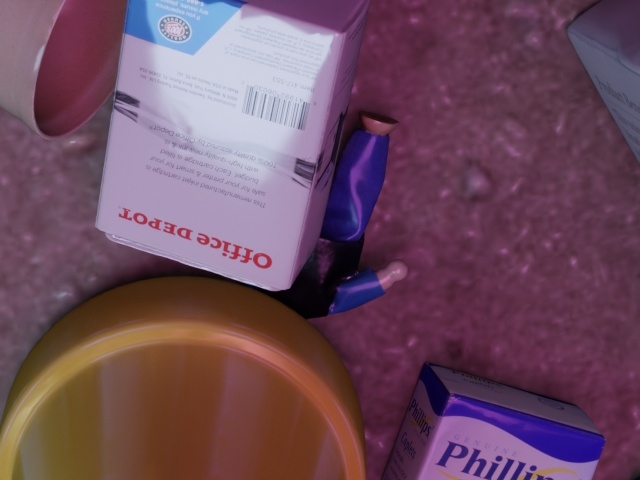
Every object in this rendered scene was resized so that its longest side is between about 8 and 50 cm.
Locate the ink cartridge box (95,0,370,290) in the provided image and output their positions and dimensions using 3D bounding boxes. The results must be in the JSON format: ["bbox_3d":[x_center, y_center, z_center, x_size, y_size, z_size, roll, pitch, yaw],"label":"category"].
[{"bbox_3d":[-0.058,-0.081,1.267,0.139,0.082,0.191,17,122,8],"label":"ink cartridge box"}]

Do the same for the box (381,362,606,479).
[{"bbox_3d":[0.117,0.175,1.418,0.126,0.072,0.137,16,101,-14],"label":"box"}]

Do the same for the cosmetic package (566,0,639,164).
[{"bbox_3d":[0.423,-0.038,1.278,0.327,0.329,0.394,-32,108,1],"label":"cosmetic package"}]

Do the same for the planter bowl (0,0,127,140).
[{"bbox_3d":[-0.180,-0.159,1.247,0.109,0.162,0.162,28,100,12],"label":"planter bowl"}]

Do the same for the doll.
[{"bbox_3d":[0.000,0.000,1.362,0.129,0.046,0.189,17,102,-4],"label":"doll"}]

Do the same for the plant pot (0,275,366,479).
[{"bbox_3d":[-0.094,0.180,1.277,0.254,0.239,0.254,0,110,-1],"label":"plant pot"}]

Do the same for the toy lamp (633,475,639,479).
[{"bbox_3d":[0.361,0.235,1.473,0.274,0.080,0.080,14,102,-13],"label":"toy lamp"}]
